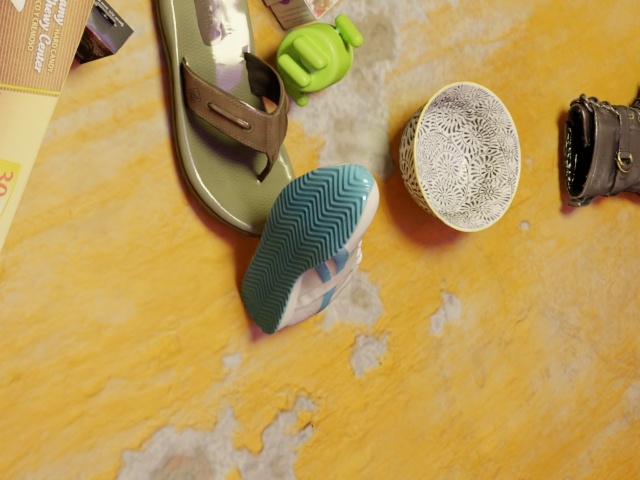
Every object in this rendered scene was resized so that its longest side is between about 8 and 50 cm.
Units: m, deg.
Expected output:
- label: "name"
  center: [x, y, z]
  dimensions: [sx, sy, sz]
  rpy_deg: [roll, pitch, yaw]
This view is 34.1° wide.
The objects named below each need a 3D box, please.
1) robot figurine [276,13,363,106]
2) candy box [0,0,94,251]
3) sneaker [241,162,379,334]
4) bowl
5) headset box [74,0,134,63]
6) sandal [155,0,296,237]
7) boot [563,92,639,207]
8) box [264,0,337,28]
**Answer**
- label: "robot figurine"
  center: [-0.005, -0.190, 1.081]
  dimensions: [0.067, 0.101, 0.115]
  rpy_deg: [43, 22, 2]
- label: "candy box"
  center: [-0.297, -0.145, 0.805]
  dimensions: [0.183, 0.087, 0.316]
  rpy_deg: [17, 99, -36]
- label: "sneaker"
  center: [0.000, 0.000, 1.028]
  dimensions: [0.092, 0.228, 0.087]
  rpy_deg: [-20, 66, -39]
- label: "bowl"
  center: [0.146, -0.094, 1.204]
  dimensions: [0.170, 0.080, 0.170]
  rpy_deg: [0, 90, -36]
- label: "headset box"
  center: [-0.210, -0.194, 0.933]
  dimensions: [0.062, 0.083, 0.032]
  rpy_deg: [46, 65, -27]
- label: "sandal"
  center: [-0.087, -0.145, 1.023]
  dimensions: [0.120, 0.086, 0.302]
  rpy_deg: [-23, 104, -35]
- label: "boot"
  center: [0.421, -0.166, 1.406]
  dimensions: [0.229, 0.091, 0.263]
  rpy_deg: [6, 89, -38]
- label: "box"
  center: [0.059, -0.350, 1.149]
  dimensions: [0.324, 0.067, 0.063]
  rpy_deg: [-47, 116, -27]
